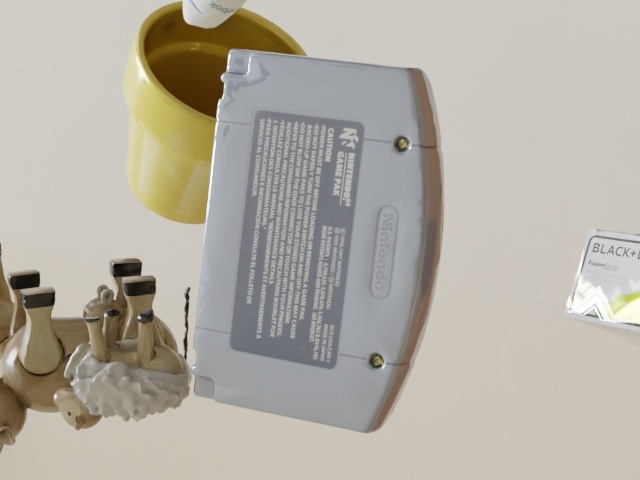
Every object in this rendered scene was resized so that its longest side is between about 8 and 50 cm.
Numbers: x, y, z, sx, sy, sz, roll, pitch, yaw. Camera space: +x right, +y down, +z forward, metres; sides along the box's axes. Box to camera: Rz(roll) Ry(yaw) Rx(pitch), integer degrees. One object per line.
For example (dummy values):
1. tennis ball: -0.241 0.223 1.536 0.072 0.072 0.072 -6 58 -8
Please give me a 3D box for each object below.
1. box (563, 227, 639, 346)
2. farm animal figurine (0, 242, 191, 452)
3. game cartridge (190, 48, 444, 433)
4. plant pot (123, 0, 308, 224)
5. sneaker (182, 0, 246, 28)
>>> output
1. box: 0.385 0.079 1.325 0.290 0.087 0.169 22 174 -36
2. farm animal figurine: -0.283 0.114 1.376 0.327 0.172 0.330 -2 -165 -3
3. game cartridge: 0.000 0.000 1.180 0.198 0.297 0.062 9 -173 19
4. plant pot: -0.158 -0.159 1.972 0.254 0.239 0.254 13 -136 -13
5. sneaker: -0.143 -0.341 1.427 0.111 0.129 0.297 2 -125 -40
